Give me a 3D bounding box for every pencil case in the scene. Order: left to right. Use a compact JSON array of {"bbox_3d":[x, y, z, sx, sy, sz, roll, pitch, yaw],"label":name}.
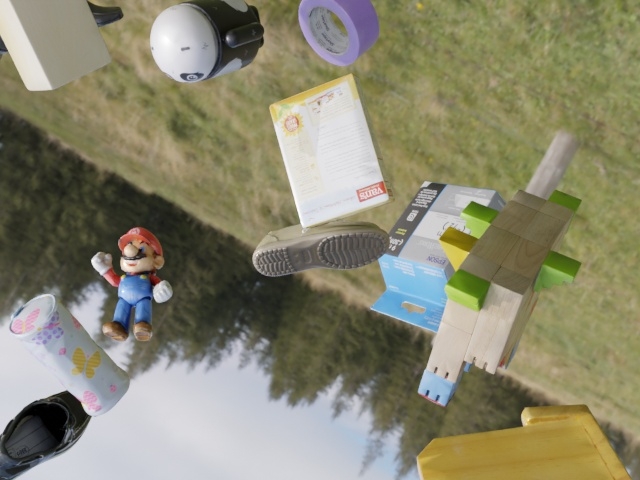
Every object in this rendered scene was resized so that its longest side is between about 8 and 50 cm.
[{"bbox_3d":[-0.498,0.230,1.651,0.124,0.113,0.273,13,144,44],"label":"pencil case"}]

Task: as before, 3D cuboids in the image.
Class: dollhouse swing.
[{"bbox_3d":[0.355,0.472,1.289,0.347,0.305,0.315,-103,-10,-63],"label":"dollhouse swing"}]

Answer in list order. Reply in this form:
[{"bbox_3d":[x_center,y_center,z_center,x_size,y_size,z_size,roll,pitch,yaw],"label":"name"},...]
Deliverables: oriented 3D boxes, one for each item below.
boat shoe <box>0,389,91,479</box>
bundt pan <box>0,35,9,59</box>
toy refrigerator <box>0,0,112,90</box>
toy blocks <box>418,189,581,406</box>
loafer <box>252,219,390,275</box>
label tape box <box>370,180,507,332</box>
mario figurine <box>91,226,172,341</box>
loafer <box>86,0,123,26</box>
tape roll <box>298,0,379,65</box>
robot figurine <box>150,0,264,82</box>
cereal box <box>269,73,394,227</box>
[{"bbox_3d":[-0.588,0.398,1.774,0.127,0.113,0.340,51,-151,8],"label":"boat shoe"},{"bbox_3d":[-0.589,-0.354,1.278,0.124,0.331,0.331,51,180,13],"label":"bundt pan"},{"bbox_3d":[-0.394,-0.344,1.100,0.094,0.102,0.269,11,129,48],"label":"toy refrigerator"},{"bbox_3d":[0.273,0.100,1.287,0.191,0.260,0.381,24,-144,19],"label":"toy blocks"},{"bbox_3d":[0.000,0.000,1.615,0.269,0.092,0.102,-6,131,2],"label":"loafer"},{"bbox_3d":[0.270,0.029,1.986,0.249,0.347,0.115,15,153,53],"label":"label tape box"},{"bbox_3d":[-0.515,0.103,2.244,0.198,0.320,0.170,15,148,-27],"label":"mario figurine"},{"bbox_3d":[-0.514,-0.497,1.785,0.170,0.061,0.062,-9,-146,-15],"label":"loafer"},{"bbox_3d":[0.043,-0.517,1.962,0.189,0.080,0.189,35,152,22],"label":"tape roll"},{"bbox_3d":[-0.244,-0.444,1.819,0.173,0.209,0.278,49,-139,7],"label":"robot figurine"},{"bbox_3d":[0.019,-0.158,1.491,0.173,0.240,0.047,-17,174,19],"label":"cereal box"}]
